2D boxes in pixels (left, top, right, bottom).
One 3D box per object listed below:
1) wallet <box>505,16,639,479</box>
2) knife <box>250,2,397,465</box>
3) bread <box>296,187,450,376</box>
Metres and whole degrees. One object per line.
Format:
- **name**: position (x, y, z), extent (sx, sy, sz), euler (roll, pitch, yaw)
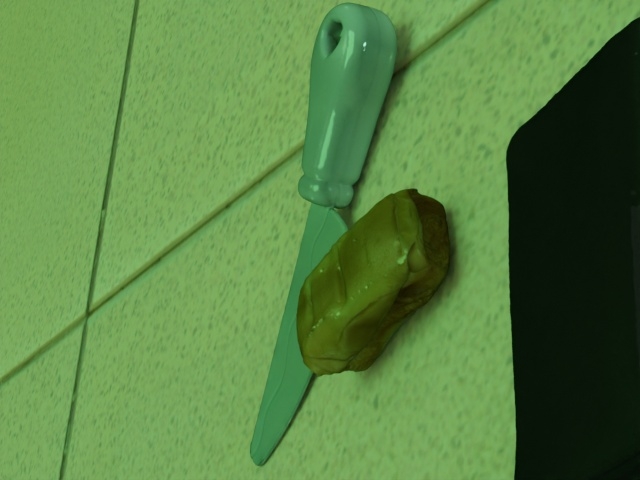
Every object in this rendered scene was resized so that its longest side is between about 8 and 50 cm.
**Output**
- **wallet**: position (0.141, 0.014, 0.863), extent (0.149, 0.044, 0.250), euler (134, 144, -53)
- **knife**: position (0.001, 0.000, 1.187), extent (0.080, 0.044, 0.331), euler (11, 91, 59)
- **bread**: position (0.032, 0.027, 1.072), extent (0.132, 0.053, 0.074), euler (-48, 34, 41)
